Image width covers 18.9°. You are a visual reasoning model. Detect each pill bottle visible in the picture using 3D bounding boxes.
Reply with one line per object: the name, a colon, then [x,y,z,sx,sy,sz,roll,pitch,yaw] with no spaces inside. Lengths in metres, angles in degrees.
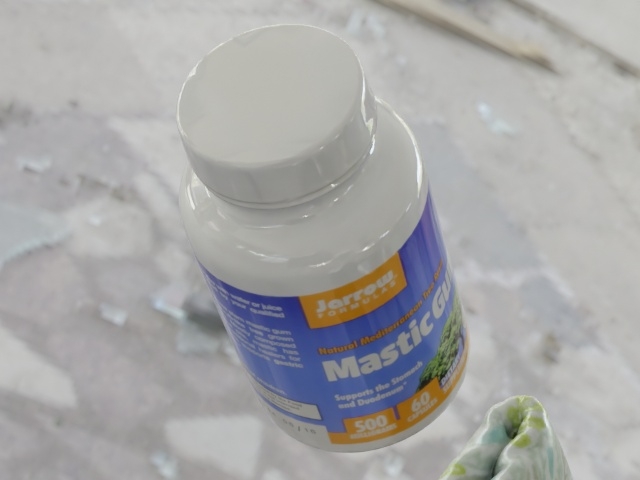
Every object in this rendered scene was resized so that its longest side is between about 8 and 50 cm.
pill bottle: [0.000,0.000,1.185,0.152,0.272,0.152,-8,51,10]

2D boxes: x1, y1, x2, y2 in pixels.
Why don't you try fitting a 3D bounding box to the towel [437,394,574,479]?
towel: [0.127,0.368,1.672,0.090,0.320,0.374,19,57,34]
